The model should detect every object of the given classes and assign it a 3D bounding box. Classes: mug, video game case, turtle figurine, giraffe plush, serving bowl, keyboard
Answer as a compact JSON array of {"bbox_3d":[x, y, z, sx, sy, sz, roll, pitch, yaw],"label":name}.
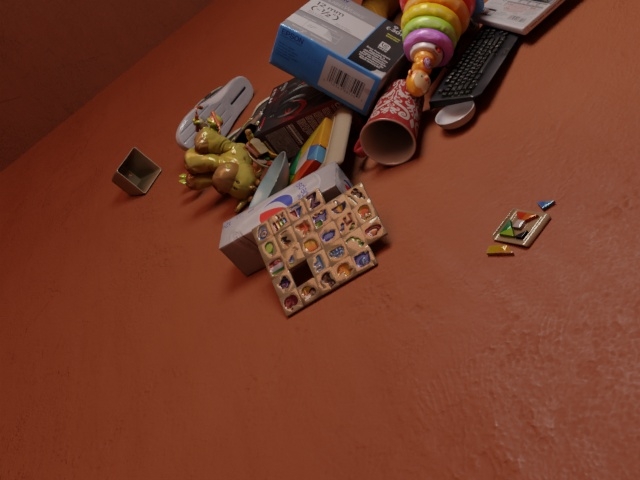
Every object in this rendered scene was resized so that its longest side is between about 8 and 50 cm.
[{"bbox_3d":[0.138,-0.250,1.493,0.150,0.113,0.169,-2,42,23],"label":"mug"},{"bbox_3d":[0.439,-0.514,1.539,0.173,0.022,0.190,-42,33,-2],"label":"video game case"},{"bbox_3d":[-0.311,-0.253,1.940,0.217,0.087,0.269,-65,29,14],"label":"turtle figurine"},{"bbox_3d":[-0.214,-0.159,1.749,0.210,0.181,0.170,-9,39,-17],"label":"giraffe plush"},{"bbox_3d":[0.271,-0.245,1.428,0.083,0.027,0.083,-27,29,16],"label":"serving bowl"},{"bbox_3d":[0.309,-0.384,1.536,0.202,0.033,0.317,-4,40,45],"label":"keyboard"}]

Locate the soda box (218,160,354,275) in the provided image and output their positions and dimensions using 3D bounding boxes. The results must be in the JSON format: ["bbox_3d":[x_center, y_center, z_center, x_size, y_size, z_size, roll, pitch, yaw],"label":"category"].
[{"bbox_3d":[-0.064,-0.041,1.465,0.286,0.098,0.091,-27,34,20],"label":"soda box"}]

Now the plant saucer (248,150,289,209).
[{"bbox_3d":[-0.111,-0.103,1.597,0.195,0.037,0.195,-56,15,24],"label":"plant saucer"}]

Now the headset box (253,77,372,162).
[{"bbox_3d":[0.006,-0.327,1.737,0.293,0.110,0.218,-19,37,31],"label":"headset box"}]

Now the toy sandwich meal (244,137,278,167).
[{"bbox_3d":[-0.136,-0.204,1.687,0.029,0.086,0.085,-53,23,30],"label":"toy sandwich meal"}]

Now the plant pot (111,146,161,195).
[{"bbox_3d":[-0.575,-0.201,2.213,0.096,0.109,0.109,-23,33,48],"label":"plant pot"}]

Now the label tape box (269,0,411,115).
[{"bbox_3d":[0.079,-0.455,1.634,0.347,0.249,0.115,-54,-10,-42],"label":"label tape box"}]

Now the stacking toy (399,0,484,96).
[{"bbox_3d":[0.227,-0.425,1.511,0.166,0.175,0.301,-11,53,42],"label":"stacking toy"}]

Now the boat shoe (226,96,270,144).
[{"bbox_3d":[-0.163,-0.295,1.912,0.228,0.081,0.068,-42,31,12],"label":"boat shoe"}]

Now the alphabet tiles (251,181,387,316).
[{"bbox_3d":[0.000,0.000,1.335,0.237,0.009,0.198,-31,62,14],"label":"alphabet tiles"}]

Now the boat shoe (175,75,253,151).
[{"bbox_3d":[-0.324,-0.364,2.156,0.119,0.121,0.335,-15,28,48],"label":"boat shoe"}]

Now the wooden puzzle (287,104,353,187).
[{"bbox_3d":[-0.025,-0.172,1.579,0.239,0.044,0.221,-41,25,38],"label":"wooden puzzle"}]

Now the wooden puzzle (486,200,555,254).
[{"bbox_3d":[0.309,-0.022,1.120,0.079,0.014,0.116,9,55,51],"label":"wooden puzzle"}]

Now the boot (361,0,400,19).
[{"bbox_3d":[0.157,-0.566,1.910,0.295,0.104,0.211,-39,40,-1],"label":"boot"}]

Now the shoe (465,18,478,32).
[{"bbox_3d":[0.324,-0.535,1.705,0.081,0.063,0.178,-24,34,29],"label":"shoe"}]
